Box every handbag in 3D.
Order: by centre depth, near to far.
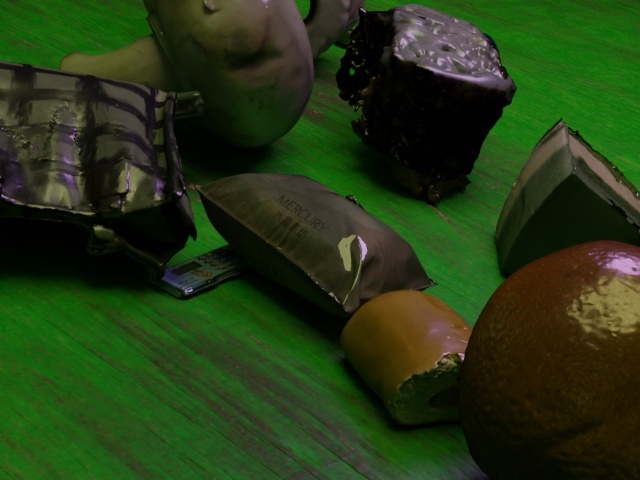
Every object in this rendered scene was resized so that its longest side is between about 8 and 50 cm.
[{"bbox_3d":[0.000,0.000,1.506,0.182,0.117,0.270,-2,31,-48],"label":"handbag"},{"bbox_3d":[-0.318,-0.091,1.535,0.325,0.163,0.327,7,24,-15],"label":"handbag"}]

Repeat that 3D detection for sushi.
[{"bbox_3d":[0.138,-0.218,1.911,0.234,0.208,0.348,18,25,-4],"label":"sushi"}]

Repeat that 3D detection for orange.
[{"bbox_3d":[0.245,0.130,1.163,0.264,0.264,0.264,7,25,-3],"label":"orange"}]

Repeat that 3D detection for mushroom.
[{"bbox_3d":[-0.157,-0.274,1.858,0.356,0.315,0.315,-6,10,41],"label":"mushroom"}]

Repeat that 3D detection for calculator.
[{"bbox_3d":[-0.117,0.029,1.526,0.057,0.018,0.172,24,30,32],"label":"calculator"}]

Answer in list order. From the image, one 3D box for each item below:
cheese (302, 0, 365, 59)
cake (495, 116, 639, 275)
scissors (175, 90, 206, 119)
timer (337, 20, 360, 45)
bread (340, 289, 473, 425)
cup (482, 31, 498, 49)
[{"bbox_3d":[-0.079,-0.466,2.227,0.292,0.332,0.153,1,23,14],"label":"cheese"},{"bbox_3d":[0.351,0.015,1.679,0.283,0.172,0.158,38,27,-16],"label":"cake"},{"bbox_3d":[-0.288,-0.158,1.742,0.289,0.041,0.138,-7,18,12],"label":"scissors"},{"bbox_3d":[0.080,-0.392,2.462,0.128,0.047,0.140,2,26,-17],"label":"timer"},{"bbox_3d":[0.103,0.112,1.339,0.134,0.085,0.173,-4,28,-25],"label":"bread"},{"bbox_3d":[0.215,-0.278,2.196,0.155,0.131,0.176,-7,58,-38],"label":"cup"}]
